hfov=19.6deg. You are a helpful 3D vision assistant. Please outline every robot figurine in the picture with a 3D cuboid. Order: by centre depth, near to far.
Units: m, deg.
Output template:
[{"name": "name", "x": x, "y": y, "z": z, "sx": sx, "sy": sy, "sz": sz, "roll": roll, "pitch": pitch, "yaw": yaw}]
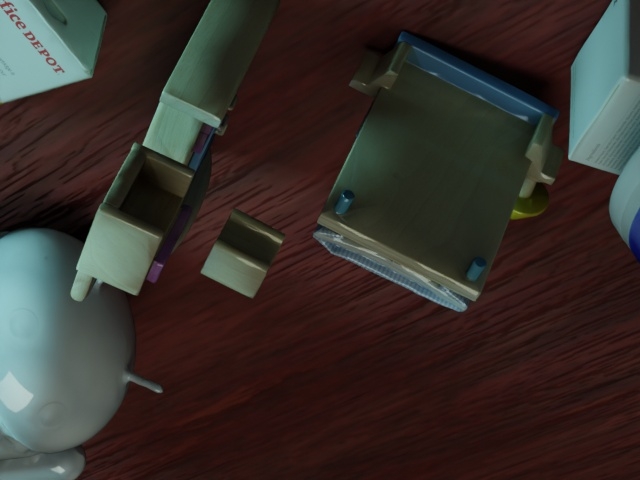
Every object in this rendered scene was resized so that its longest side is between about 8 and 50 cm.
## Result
[{"name": "robot figurine", "x": -0.314, "y": 0.097, "z": 1.642, "sx": 0.353, "sy": 0.200, "sz": 0.300, "roll": -9, "pitch": 122, "yaw": 21}]

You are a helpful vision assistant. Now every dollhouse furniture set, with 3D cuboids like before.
[{"name": "dollhouse furniture set", "x": 0.000, "y": 0.000, "z": 1.390, "sx": 0.303, "sy": 0.286, "sz": 0.198, "roll": 25, "pitch": 140, "yaw": -2}]

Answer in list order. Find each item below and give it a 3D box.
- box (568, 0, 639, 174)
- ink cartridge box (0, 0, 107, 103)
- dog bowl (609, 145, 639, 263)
[{"name": "box", "x": 0.240, "y": -0.112, "z": 1.353, "sx": 0.087, "sy": 0.101, "sz": 0.102, "roll": 17, "pitch": 140, "yaw": -11}, {"name": "ink cartridge box", "x": -0.269, "y": -0.167, "z": 1.402, "sx": 0.175, "sy": 0.072, "sz": 0.127, "roll": -13, "pitch": 137, "yaw": 25}, {"name": "dog bowl", "x": 0.344, "y": -0.045, "z": 1.311, "sx": 0.265, "sy": 0.104, "sz": 0.265, "roll": -24, "pitch": 156, "yaw": -12}]
